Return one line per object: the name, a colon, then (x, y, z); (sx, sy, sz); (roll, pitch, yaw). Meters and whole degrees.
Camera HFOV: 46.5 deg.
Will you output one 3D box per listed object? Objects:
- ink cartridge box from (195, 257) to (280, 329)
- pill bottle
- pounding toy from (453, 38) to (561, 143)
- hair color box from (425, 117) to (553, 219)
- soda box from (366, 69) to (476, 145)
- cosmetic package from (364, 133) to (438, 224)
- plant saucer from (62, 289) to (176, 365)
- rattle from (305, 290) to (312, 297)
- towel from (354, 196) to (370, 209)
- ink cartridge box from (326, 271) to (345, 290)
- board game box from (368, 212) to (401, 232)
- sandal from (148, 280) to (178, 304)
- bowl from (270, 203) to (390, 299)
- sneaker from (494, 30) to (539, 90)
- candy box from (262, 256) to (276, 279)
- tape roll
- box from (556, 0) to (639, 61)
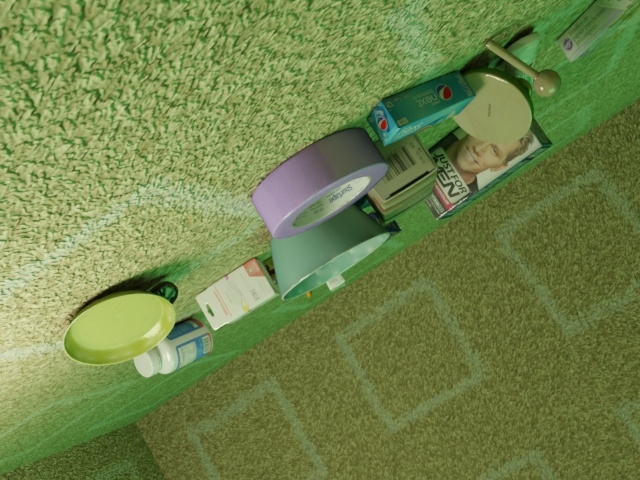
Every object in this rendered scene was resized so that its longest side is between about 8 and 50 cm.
ink cartridge box: (-0.226, 0.148, 2.029); (0.198, 0.115, 0.067); (-32, 170, 6)
pill bottle: (-0.438, 0.321, 2.212); (0.221, 0.124, 0.124); (-20, 165, -46)
pounding toy: (0.374, -0.314, 1.520); (0.110, 0.183, 0.237); (-55, 180, -30)
hair color box: (0.412, -0.220, 1.974); (0.347, 0.174, 0.105); (-38, 167, 31)
soda box: (0.198, -0.258, 1.450); (0.210, 0.067, 0.071); (-25, 168, -29)
cosmetic package: (0.177, -0.147, 1.753); (0.153, 0.129, 0.296); (-33, 171, 2)
plant saucer: (-0.430, 0.180, 1.592); (0.241, 0.037, 0.241); (-19, 144, -15)
rattle: (0.017, 0.061, 2.286); (0.200, 0.143, 0.130); (-21, 149, -21)
towel: (0.143, -0.118, 2.081); (0.119, 0.029, 0.067); (-21, 166, -44)
ink cartridge box: (0.008, 0.058, 2.101); (0.056, 0.181, 0.224); (-30, 172, -3)
board game box: (0.085, 0.033, 2.508); (0.347, 0.078, 0.233); (-35, 170, 18)
sandal: (-0.415, 0.157, 1.666); (0.219, 0.060, 0.090); (-42, 144, 7)
bowl: (0.000, 0.000, 1.843); (0.311, 0.163, 0.311); (-30, 170, -6)
sneaker: (0.423, -0.357, 1.569); (0.080, 0.094, 0.212); (-28, 169, -11)
candy box: (-0.141, 0.095, 2.207); (0.109, 0.053, 0.186); (-32, 172, -3)
tape roll: (0.000, -0.112, 1.510); (0.275, 0.090, 0.275); (-30, 170, -6)
box: (0.627, -0.500, 1.567); (0.067, 0.063, 0.324); (-25, 168, -29)
